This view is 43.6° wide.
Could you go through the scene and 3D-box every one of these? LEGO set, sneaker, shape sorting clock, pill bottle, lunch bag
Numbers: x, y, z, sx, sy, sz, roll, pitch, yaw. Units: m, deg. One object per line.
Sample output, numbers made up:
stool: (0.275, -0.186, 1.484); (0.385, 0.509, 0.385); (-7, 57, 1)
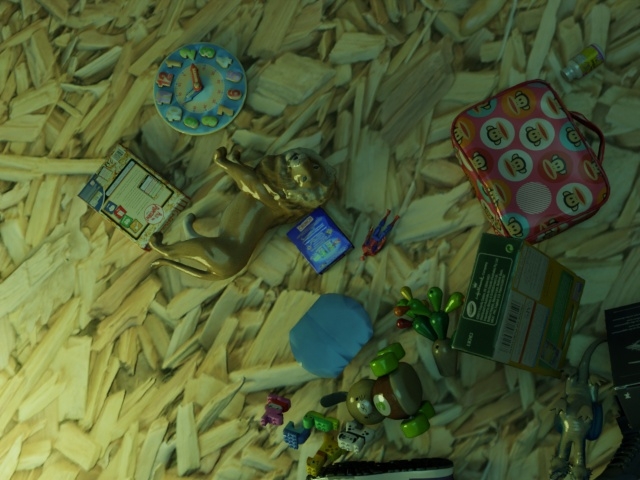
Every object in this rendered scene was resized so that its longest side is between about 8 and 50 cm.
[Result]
LEGO set: (-0.018, 0.382, 1.512); (0.227, 0.093, 0.087); (13, 126, 25)
sneaker: (0.541, 0.353, 1.418); (0.226, 0.086, 0.163); (-12, 80, -31)
shape sorting clock: (-0.258, -0.325, 1.710); (0.206, 0.040, 0.206); (-1, 82, 10)
sneaker: (0.111, 0.484, 1.501); (0.283, 0.107, 0.124); (-4, 87, 9)
pill bottle: (0.516, -0.348, 1.579); (0.083, 0.043, 0.043); (-36, 78, 4)
lunch bag: (0.412, -0.155, 1.531); (0.258, 0.120, 0.293); (-25, 78, 5)

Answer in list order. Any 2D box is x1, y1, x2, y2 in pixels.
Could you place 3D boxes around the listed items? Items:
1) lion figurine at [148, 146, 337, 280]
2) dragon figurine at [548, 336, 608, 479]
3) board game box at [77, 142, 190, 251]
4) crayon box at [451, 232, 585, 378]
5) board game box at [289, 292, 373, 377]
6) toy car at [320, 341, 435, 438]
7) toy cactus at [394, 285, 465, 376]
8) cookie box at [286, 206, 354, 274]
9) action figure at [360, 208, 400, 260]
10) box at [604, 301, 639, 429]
lion figurine: (-0.155, -0.040, 1.609); (0.240, 0.142, 0.392); (37, 95, 15)
dragon figurine: (0.470, 0.309, 1.458); (0.085, 0.144, 0.289); (8, 45, 23)
board game box: (-0.395, -0.092, 1.697); (0.193, 0.045, 0.146); (38, 89, 13)
crayon box: (0.361, 0.126, 1.429); (0.083, 0.323, 0.203); (12, 83, 38)
board game box: (0.021, 0.189, 1.594); (0.133, 0.033, 0.168); (39, 85, 18)
toy car: (0.096, 0.307, 1.516); (0.188, 0.149, 0.155); (-27, 89, 16)
toy cactus: (0.226, 0.176, 1.507); (0.219, 0.112, 0.180); (6, 116, 42)
cookie box: (0.000, 0.000, 1.619); (0.092, 0.040, 0.107); (-39, 78, 2)
action figure: (0.115, -0.008, 1.608); (0.038, 0.030, 0.115); (33, 90, 7)
box: (0.587, 0.204, 1.381); (0.153, 0.207, 0.108); (-17, 120, 26)
